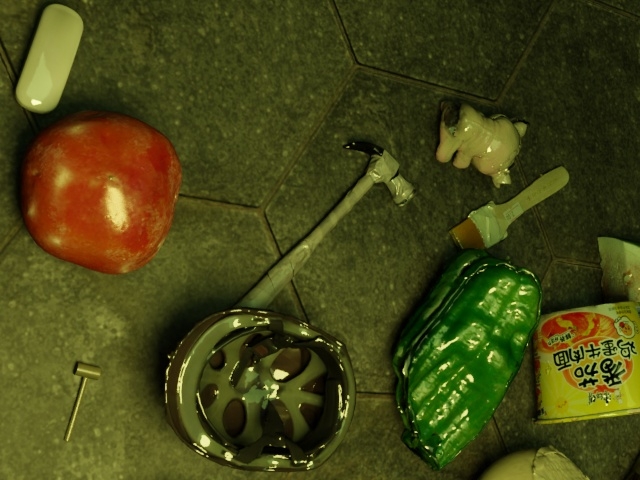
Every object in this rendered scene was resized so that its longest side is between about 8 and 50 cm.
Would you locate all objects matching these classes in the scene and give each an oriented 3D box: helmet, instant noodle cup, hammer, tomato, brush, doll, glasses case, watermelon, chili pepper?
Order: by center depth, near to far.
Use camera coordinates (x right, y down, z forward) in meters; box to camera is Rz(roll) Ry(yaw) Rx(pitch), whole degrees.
[{"bbox_3d":[-0.299,-0.072,1.188,0.231,0.188,0.232,6,79,-30],"label":"tomato"},{"bbox_3d":[-0.344,0.230,1.228,0.035,0.019,0.110,20,80,-27],"label":"hammer"},{"bbox_3d":[-0.388,-0.260,1.240,0.063,0.041,0.164,21,74,-29],"label":"glasses case"},{"bbox_3d":[-0.106,0.211,1.278,0.305,0.177,0.225,21,82,-21],"label":"helmet"},{"bbox_3d":[-0.001,0.000,1.443,0.152,0.044,0.427,48,64,-16],"label":"hammer"},{"bbox_3d":[0.230,0.194,1.495,0.213,0.167,0.385,30,81,-9],"label":"chili pepper"},{"bbox_3d":[0.507,0.228,1.610,0.264,0.264,0.200,-1,77,-31],"label":"instant noodle cup"},{"bbox_3d":[0.302,-0.192,1.616,0.192,0.095,0.149,20,72,-25],"label":"doll"},{"bbox_3d":[0.380,-0.065,1.689,0.336,0.020,0.086,-33,101,-30],"label":"brush"},{"bbox_3d":[0.687,0.147,1.755,0.213,0.289,0.320,-40,121,2],"label":"watermelon"}]

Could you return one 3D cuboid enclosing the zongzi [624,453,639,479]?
[{"bbox_3d":[0.646,0.464,1.739,0.289,0.154,0.318,4,63,-27],"label":"zongzi"}]

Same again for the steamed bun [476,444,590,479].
[{"bbox_3d":[0.374,0.549,1.464,0.374,0.241,0.375,41,27,-26],"label":"steamed bun"}]
